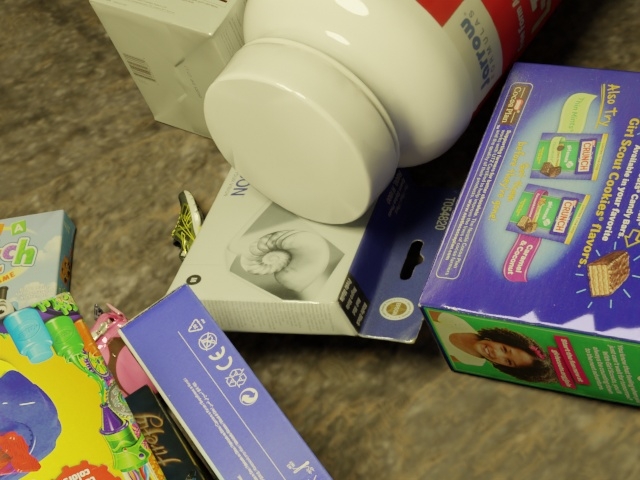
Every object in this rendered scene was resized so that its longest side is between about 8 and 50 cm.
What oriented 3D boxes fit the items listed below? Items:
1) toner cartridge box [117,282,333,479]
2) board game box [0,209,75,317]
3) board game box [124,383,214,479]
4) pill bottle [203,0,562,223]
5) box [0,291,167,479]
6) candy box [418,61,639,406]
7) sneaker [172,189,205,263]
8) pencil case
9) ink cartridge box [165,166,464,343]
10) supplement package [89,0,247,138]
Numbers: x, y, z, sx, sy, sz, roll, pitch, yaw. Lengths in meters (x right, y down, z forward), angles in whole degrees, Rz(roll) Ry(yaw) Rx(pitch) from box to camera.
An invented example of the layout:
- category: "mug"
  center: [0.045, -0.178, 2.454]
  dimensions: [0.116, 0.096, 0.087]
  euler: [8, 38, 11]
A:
- category: "toner cartridge box"
  center: [-0.030, 0.204, 1.455]
  dimensions: [0.075, 0.165, 0.348]
  euler: [-34, 53, -7]
- category: "board game box"
  center: [-0.319, 0.077, 1.708]
  dimensions: [0.160, 0.039, 0.211]
  euler: [-9, 54, 12]
- category: "board game box"
  center: [-0.079, 0.249, 1.440]
  dimensions: [0.042, 0.165, 0.243]
  euler: [-32, 53, -5]
- category: "pill bottle"
  center: [0.077, -0.216, 1.633]
  dimensions: [0.229, 0.229, 0.407]
  euler: [20, 57, 28]
- category: "box"
  center: [-0.266, 0.236, 1.328]
  dimensions: [0.290, 0.177, 0.279]
  euler: [-23, 73, -25]
- category: "candy box"
  center: [0.280, -0.002, 1.512]
  dimensions: [0.317, 0.122, 0.268]
  euler: [8, 60, 30]
- category: "sneaker"
  center: [-0.127, -0.012, 1.712]
  dimensions: [0.035, 0.031, 0.083]
  euler: [-22, 53, 3]
- category: "pencil case"
  center: [-0.218, 0.160, 1.584]
  dimensions: [0.095, 0.098, 0.209]
  euler: [23, 67, 29]
- category: "ink cartridge box"
  center: [0.000, 0.000, 1.617]
  dimensions: [0.224, 0.045, 0.223]
  euler: [2, 39, 17]
- category: "supplement package"
  center: [-0.084, -0.230, 1.744]
  dimensions: [0.149, 0.194, 0.203]
  euler: [20, 64, 27]
